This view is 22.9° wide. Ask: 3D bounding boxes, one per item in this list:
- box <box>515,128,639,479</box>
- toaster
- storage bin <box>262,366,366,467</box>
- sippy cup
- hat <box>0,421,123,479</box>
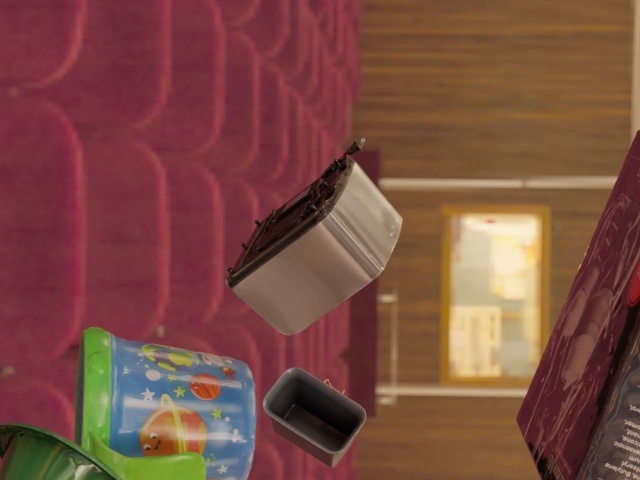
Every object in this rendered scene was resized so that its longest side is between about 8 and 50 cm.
[{"bbox_3d":[0.319,0.085,1.354,0.343,0.179,0.312,-76,-173,-83],"label":"box"},{"bbox_3d":[0.000,0.000,1.828,0.110,0.186,0.168,47,26,-12],"label":"toaster"},{"bbox_3d":[-0.006,0.250,2.208,0.098,0.135,0.091,-52,163,-25],"label":"storage bin"},{"bbox_3d":[-0.202,0.234,2.042,0.240,0.224,0.305,107,-18,-50],"label":"sippy cup"},{"bbox_3d":[-0.286,0.291,1.501,0.208,0.173,0.183,88,27,-56],"label":"hat"}]
